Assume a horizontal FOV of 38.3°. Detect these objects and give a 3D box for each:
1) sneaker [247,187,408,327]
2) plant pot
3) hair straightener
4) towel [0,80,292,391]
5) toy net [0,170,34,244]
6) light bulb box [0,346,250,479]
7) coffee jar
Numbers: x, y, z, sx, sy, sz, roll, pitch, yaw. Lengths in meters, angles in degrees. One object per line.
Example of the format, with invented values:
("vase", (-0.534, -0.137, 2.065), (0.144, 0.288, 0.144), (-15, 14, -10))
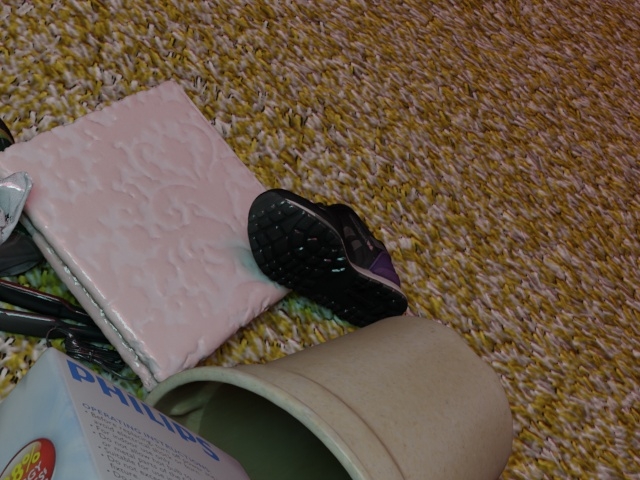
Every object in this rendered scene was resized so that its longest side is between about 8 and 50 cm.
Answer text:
("sneaker", (0.000, 0.000, 1.151), (0.283, 0.107, 0.124), (41, 30, -44))
("plant pot", (0.033, 0.227, 0.936), (0.334, 0.334, 0.305), (50, 41, 14))
("hair straightener", (-0.279, 0.115, 1.029), (0.230, 0.047, 0.089), (21, 50, -16))
("towel", (-0.185, -0.021, 1.092), (0.317, 0.053, 0.332), (50, 39, 2))
("toy net", (-0.374, 0.015, 0.940), (0.045, 0.232, 0.122), (25, 34, -44))
("light bulb box", (-0.177, 0.329, 0.599), (0.225, 0.358, 0.361), (42, 0, -35))
("coffee jar", (-0.379, -0.057, 1.061), (0.079, 0.096, 0.184), (-20, 65, -7))
